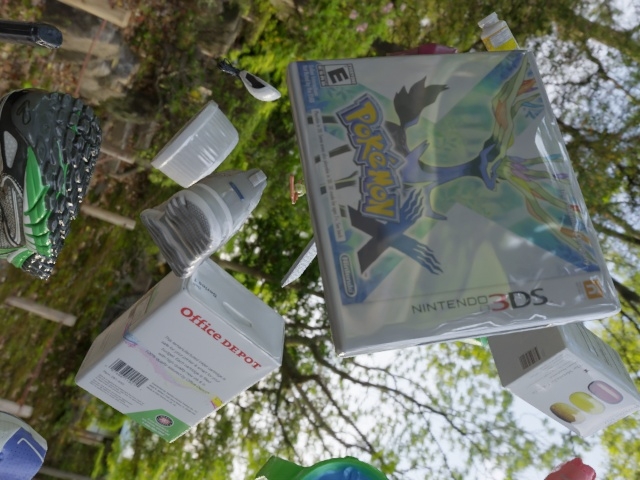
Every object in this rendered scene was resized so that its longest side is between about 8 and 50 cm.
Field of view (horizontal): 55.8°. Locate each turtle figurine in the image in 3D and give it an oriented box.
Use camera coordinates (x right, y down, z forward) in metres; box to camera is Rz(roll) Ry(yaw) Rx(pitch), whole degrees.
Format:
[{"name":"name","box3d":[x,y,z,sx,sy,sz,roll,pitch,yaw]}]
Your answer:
[{"name":"turtle figurine","box3d":[-0.010,-0.104,1.640,0.087,0.269,0.217,-25,-150,10]}]

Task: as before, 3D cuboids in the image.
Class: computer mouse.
[{"name":"computer mouse","box3d":[-0.172,-0.387,1.495,0.193,0.106,0.042,39,-85,39]}]

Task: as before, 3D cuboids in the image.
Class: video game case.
[{"name":"video game case","box3d":[0.134,-0.058,0.652,0.036,0.300,0.329,111,-30,-67]}]

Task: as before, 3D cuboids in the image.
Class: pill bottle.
[{"name":"pill bottle","box3d":[0.284,-0.318,0.962,0.043,0.083,0.043,-32,-170,6]}]

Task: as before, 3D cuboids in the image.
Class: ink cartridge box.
[{"name":"ink cartridge box","box3d":[-0.223,0.178,0.985,0.278,0.201,0.117,-39,-156,23]}]

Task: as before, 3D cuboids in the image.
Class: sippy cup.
[{"name":"sippy cup","box3d":[0.021,0.535,1.125,0.224,0.240,0.305,112,-35,-63]}]

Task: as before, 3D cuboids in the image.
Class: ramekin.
[{"name":"ramekin","box3d":[-0.285,-0.216,1.406,0.207,0.109,0.207,-39,-161,17]}]

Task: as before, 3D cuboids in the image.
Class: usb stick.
[{"name":"usb stick","box3d":[-0.619,-0.408,1.171,0.077,0.278,0.045,1,102,-65]}]

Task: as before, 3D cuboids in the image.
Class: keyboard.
[{"name":"keyboard","box3d":[0.000,0.000,1.221,0.072,0.014,0.256,-20,152,-54]}]

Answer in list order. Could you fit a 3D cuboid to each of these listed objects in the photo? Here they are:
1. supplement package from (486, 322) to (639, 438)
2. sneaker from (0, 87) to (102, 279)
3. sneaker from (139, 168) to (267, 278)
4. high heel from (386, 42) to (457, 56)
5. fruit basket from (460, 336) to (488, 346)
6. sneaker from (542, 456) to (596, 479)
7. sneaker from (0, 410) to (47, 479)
[{"name":"supplement package","box3d":[0.445,0.233,1.105,0.139,0.244,0.134,-44,-153,28]},{"name":"sneaker","box3d":[-0.320,-0.049,0.611,0.343,0.146,0.134,-32,-138,54]},{"name":"sneaker","box3d":[-0.148,-0.024,0.785,0.115,0.105,0.281,-35,-169,-27]},{"name":"high heel","box3d":[0.271,-0.317,1.439,0.127,0.181,0.377,75,7,-69]},{"name":"fruit basket","box3d":[0.269,0.084,1.437,0.165,0.327,0.353,-43,-142,-9]},{"name":"sneaker","box3d":[0.501,0.511,1.191,0.136,0.314,0.116,-46,-126,-8]},{"name":"sneaker","box3d":[-0.547,0.293,0.831,0.127,0.315,0.182,-50,-150,-3]}]
